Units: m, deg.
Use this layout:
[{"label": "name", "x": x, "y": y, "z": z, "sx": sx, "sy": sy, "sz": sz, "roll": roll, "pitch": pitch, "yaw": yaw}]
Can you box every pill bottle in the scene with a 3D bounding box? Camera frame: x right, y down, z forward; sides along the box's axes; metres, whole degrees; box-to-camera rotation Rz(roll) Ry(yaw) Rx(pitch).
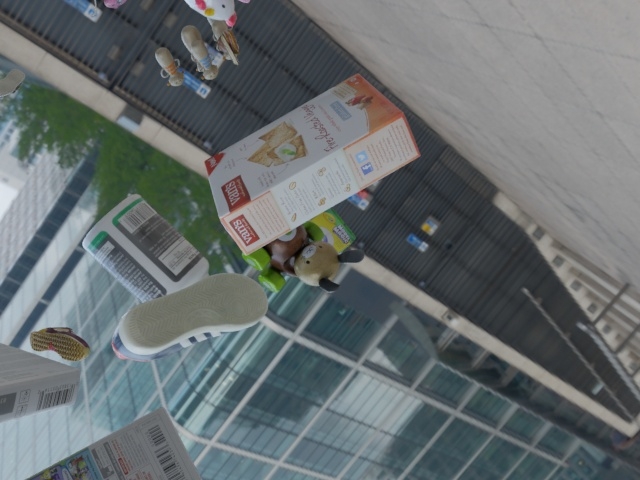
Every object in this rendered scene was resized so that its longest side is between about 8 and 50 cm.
[{"label": "pill bottle", "x": -0.430, "y": 0.068, "z": 1.594, "sx": 0.361, "sy": 0.204, "sz": 0.204, "roll": 46, "pitch": -173, "yaw": -7}]

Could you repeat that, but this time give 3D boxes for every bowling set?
[{"label": "bowling set", "x": -0.318, "y": -0.544, "z": 1.758, "sx": 0.200, "sy": 0.287, "sz": 0.154, "roll": 32, "pitch": 161, "yaw": 32}]

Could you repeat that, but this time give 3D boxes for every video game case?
[{"label": "video game case", "x": -0.191, "y": 0.297, "z": 0.568, "sx": 0.212, "sy": 0.193, "sz": 0.023, "roll": 55, "pitch": 152, "yaw": 21}]

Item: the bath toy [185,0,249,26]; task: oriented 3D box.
[{"label": "bath toy", "x": -0.117, "y": -0.485, "z": 1.040, "sx": 0.129, "sy": 0.348, "sz": 0.151, "roll": 56, "pitch": -135, "yaw": -18}]

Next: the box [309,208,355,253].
[{"label": "box", "x": 0.000, "y": 0.000, "z": 1.410, "sx": 0.105, "sy": 0.179, "sz": 0.043, "roll": 50, "pitch": 148, "yaw": 3}]

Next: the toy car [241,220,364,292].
[{"label": "toy car", "x": -0.019, "y": 0.029, "z": 1.113, "sx": 0.188, "sy": 0.155, "sz": 0.149, "roll": 23, "pitch": 154, "yaw": 37}]

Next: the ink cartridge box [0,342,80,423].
[{"label": "ink cartridge box", "x": -0.765, "y": 0.284, "z": 1.263, "sx": 0.385, "sy": 0.091, "sz": 0.308, "roll": 10, "pitch": 180, "yaw": 18}]

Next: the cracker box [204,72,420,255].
[{"label": "cracker box", "x": -0.019, "y": -0.098, "z": 0.720, "sx": 0.067, "sy": 0.232, "sz": 0.156, "roll": 59, "pitch": -179, "yaw": -35}]

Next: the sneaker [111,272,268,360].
[{"label": "sneaker", "x": -0.275, "y": 0.164, "z": 1.262, "sx": 0.350, "sy": 0.148, "sz": 0.131, "roll": -9, "pitch": -109, "yaw": -43}]

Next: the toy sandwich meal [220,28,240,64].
[{"label": "toy sandwich meal", "x": -0.205, "y": -0.451, "z": 1.397, "sx": 0.086, "sy": 0.029, "sz": 0.085, "roll": 61, "pitch": 179, "yaw": 2}]

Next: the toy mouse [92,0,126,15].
[{"label": "toy mouse", "x": -0.402, "y": -0.479, "z": 1.109, "sx": 0.161, "sy": 0.031, "sz": 0.143, "roll": 34, "pitch": -128, "yaw": -53}]

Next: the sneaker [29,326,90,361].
[{"label": "sneaker", "x": -0.630, "y": 0.248, "z": 1.490, "sx": 0.185, "sy": 0.070, "sz": 0.084, "roll": 10, "pitch": -167, "yaw": 23}]

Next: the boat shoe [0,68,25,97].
[{"label": "boat shoe", "x": -0.759, "y": -0.370, "z": 1.443, "sx": 0.046, "sy": 0.038, "sz": 0.125, "roll": 32, "pitch": -142, "yaw": -20}]
